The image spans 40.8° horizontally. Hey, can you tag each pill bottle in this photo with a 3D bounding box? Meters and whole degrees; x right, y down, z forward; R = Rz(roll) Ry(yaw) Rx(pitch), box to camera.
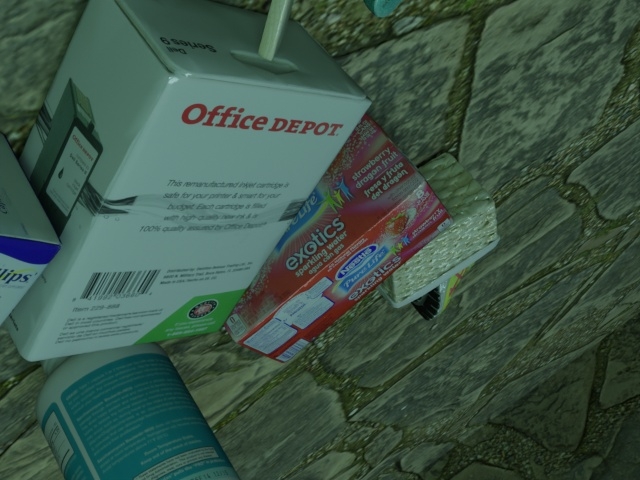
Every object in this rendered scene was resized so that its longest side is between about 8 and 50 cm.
[{"bbox_3d":[-0.189,0.198,0.861,0.146,0.264,0.146,-28,152,-16],"label":"pill bottle"}]

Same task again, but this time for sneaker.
[{"bbox_3d":[0.185,0.038,1.251,0.094,0.081,0.208,-24,149,-28],"label":"sneaker"}]

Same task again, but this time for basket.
[{"bbox_3d":[0.126,-0.017,1.067,0.167,0.113,0.103,-31,148,-11],"label":"basket"}]

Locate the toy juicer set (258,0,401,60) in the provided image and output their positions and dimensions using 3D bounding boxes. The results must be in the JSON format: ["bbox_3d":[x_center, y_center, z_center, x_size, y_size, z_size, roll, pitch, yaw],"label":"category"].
[{"bbox_3d":[0.094,-0.267,0.602,0.329,0.089,0.209,-38,153,-26],"label":"toy juicer set"}]

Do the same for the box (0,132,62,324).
[{"bbox_3d":[-0.269,0.003,0.618,0.137,0.126,0.072,-47,150,19],"label":"box"}]

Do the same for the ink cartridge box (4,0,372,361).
[{"bbox_3d":[-0.124,-0.048,0.712,0.211,0.121,0.289,-2,136,-48],"label":"ink cartridge box"}]

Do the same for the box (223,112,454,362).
[{"bbox_3d":[0.000,0.000,0.929,0.257,0.123,0.128,-40,153,6],"label":"box"}]
